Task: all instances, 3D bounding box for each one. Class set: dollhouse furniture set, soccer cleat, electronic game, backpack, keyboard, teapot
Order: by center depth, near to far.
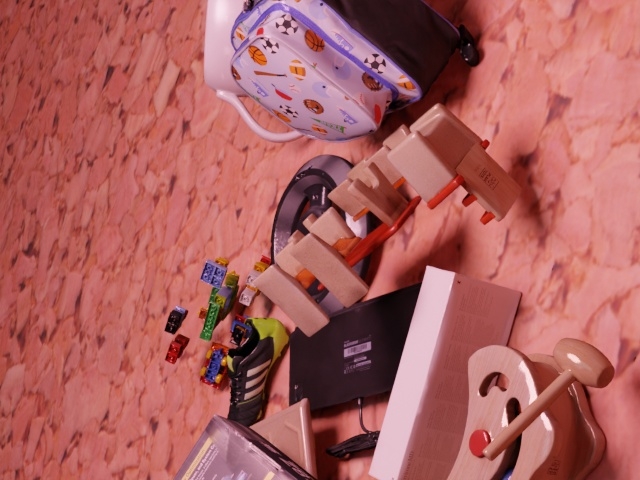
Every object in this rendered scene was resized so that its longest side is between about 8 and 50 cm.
[{"bbox_3d":[0.087,-0.023,1.561,0.259,0.135,0.262,-40,7,41],"label":"dollhouse furniture set"},{"bbox_3d":[0.055,0.173,1.675,0.317,0.033,0.201,-23,60,53],"label":"keyboard"},{"bbox_3d":[0.013,-0.244,1.717,0.213,0.276,0.263,-51,12,-14],"label":"backpack"},{"bbox_3d":[0.000,0.000,1.817,0.229,0.048,0.229,-15,73,55],"label":"electronic game"},{"bbox_3d":[-0.102,0.186,1.870,0.060,0.072,0.179,32,104,56],"label":"soccer cleat"},{"bbox_3d":[-0.062,-0.310,1.933,0.252,0.187,0.256,-85,2,-51],"label":"teapot"}]

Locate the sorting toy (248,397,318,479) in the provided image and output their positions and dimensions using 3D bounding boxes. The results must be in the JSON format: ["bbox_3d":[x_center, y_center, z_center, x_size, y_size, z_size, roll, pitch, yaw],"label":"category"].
[{"bbox_3d":[-0.046,0.317,1.741,0.208,0.038,0.193,-38,53,55],"label":"sorting toy"}]

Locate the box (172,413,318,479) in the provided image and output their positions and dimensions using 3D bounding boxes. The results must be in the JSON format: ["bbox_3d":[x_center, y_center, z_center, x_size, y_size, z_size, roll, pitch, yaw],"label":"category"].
[{"bbox_3d":[-0.107,0.449,1.580,0.318,0.097,0.395,31,89,35],"label":"box"}]

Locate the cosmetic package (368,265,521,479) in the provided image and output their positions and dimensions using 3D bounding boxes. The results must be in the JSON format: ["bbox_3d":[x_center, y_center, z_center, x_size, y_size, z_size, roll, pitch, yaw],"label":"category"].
[{"bbox_3d":[0.135,0.156,1.504,0.060,0.099,0.239,15,89,57],"label":"cosmetic package"}]

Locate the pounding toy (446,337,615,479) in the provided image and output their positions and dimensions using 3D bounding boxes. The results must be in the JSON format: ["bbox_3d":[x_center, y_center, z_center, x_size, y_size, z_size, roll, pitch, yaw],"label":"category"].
[{"bbox_3d":[0.175,0.189,1.376,0.269,0.155,0.154,-62,39,18],"label":"pounding toy"}]

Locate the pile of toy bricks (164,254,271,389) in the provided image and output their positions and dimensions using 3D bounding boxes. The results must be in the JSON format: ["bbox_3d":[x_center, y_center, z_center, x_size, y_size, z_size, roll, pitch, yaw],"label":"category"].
[{"bbox_3d":[-0.141,0.095,1.962,0.105,0.118,0.212,-53,-14,-62],"label":"pile of toy bricks"}]
